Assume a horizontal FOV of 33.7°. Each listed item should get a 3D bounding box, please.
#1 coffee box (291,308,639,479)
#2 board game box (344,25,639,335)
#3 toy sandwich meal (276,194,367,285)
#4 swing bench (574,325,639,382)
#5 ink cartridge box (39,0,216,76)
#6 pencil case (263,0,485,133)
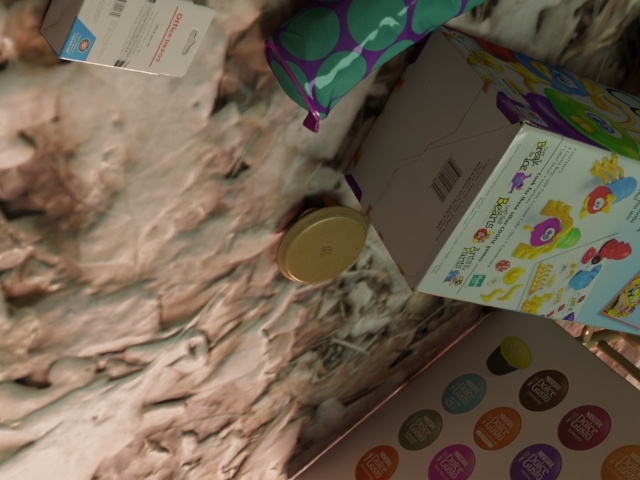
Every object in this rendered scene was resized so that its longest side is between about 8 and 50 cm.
[{"bbox_3d":[0.233,0.329,1.079,0.334,0.337,0.338,-39,124,-3],"label":"coffee box"},{"bbox_3d":[0.184,-0.037,0.800,0.275,0.142,0.144,13,122,-32],"label":"board game box"},{"bbox_3d":[0.000,0.000,0.825,0.085,0.029,0.085,-17,137,-17],"label":"toy sandwich meal"},{"bbox_3d":[0.461,0.039,1.233,0.255,0.165,0.253,-27,145,-31],"label":"swing bench"},{"bbox_3d":[-0.103,-0.120,0.573,0.083,0.028,0.048,2,128,-47],"label":"ink cartridge box"},{"bbox_3d":[0.038,-0.139,0.664,0.152,0.064,0.070,-36,131,-7],"label":"pencil case"}]
